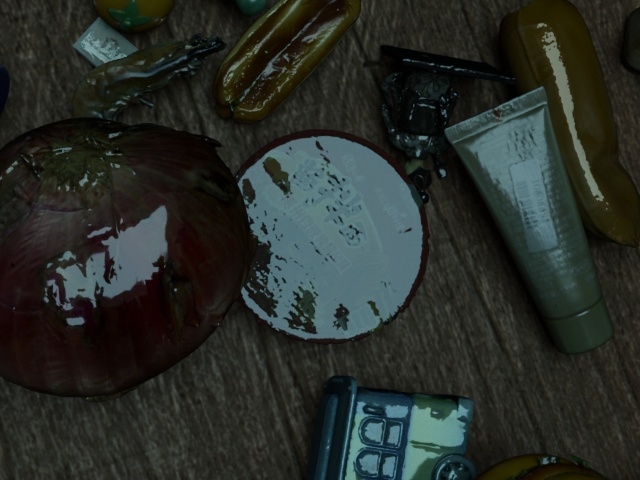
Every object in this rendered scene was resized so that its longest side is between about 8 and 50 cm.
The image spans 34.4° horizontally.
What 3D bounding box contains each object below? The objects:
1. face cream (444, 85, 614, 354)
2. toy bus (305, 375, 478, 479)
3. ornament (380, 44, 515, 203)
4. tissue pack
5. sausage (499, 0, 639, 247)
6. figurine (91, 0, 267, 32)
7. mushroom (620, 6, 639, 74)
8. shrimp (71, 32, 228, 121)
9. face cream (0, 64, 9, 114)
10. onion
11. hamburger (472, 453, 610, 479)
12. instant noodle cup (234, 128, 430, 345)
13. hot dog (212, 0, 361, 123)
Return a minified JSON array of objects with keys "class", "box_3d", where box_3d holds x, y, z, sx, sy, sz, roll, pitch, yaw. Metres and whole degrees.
[{"class":"face cream","box_3d":[0.288,-0.017,1.348,0.137,0.084,0.341,-23,102,5]},{"class":"toy bus","box_3d":[0.074,0.333,1.262,0.190,0.152,0.312,11,81,-10]},{"class":"ornament","box_3d":[0.141,-0.149,1.384,0.166,0.153,0.196,9,104,-9]},{"class":"tissue pack","box_3d":[-0.261,-0.233,1.337,0.108,0.023,0.056,40,79,-4]},{"class":"sausage","box_3d":[0.343,-0.150,1.399,0.134,0.116,0.354,-11,83,-57]},{"class":"figurine","box_3d":[-0.223,-0.369,1.319,0.324,0.124,0.222,4,85,-8]},{"class":"mushroom","box_3d":[0.564,-0.288,1.437,0.236,0.173,0.162,23,76,-7]},{"class":"shrimp","box_3d":[-0.202,-0.174,1.310,0.219,0.046,0.152,-28,102,-2]},{"class":"face cream","box_3d":[-0.516,-0.168,1.165,0.225,0.249,0.249,39,77,1]},{"class":"onion","box_3d":[-0.244,0.013,1.152,0.353,0.353,0.354,2,82,-11]},{"class":"hamburger","box_3d":[0.241,0.351,1.149,0.246,0.170,0.246,-6,102,-31]},{"class":"instant noodle cup","box_3d":[0.000,0.000,1.323,0.274,0.091,0.274,1,82,-11]},{"class":"hot dog","box_3d":[-0.048,-0.256,1.361,0.100,0.068,0.249,45,79,-13]}]
